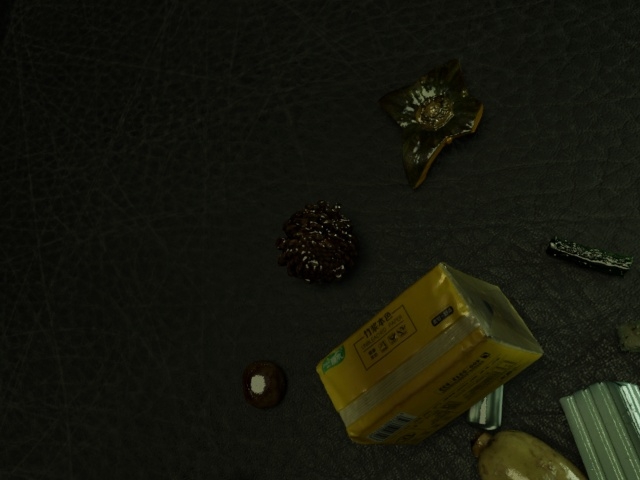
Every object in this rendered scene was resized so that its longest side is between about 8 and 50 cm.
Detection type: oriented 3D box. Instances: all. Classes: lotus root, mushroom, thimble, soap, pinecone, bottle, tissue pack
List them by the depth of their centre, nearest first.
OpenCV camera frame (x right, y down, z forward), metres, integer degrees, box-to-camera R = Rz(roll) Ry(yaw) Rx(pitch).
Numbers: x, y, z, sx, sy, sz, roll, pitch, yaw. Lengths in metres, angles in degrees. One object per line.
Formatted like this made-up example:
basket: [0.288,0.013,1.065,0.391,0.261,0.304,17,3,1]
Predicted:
soap: [0.618,0.428,1.303,0.150,0.094,0.262,-40,49,39]
lotus root: [0.451,0.506,1.356,0.284,0.160,0.146,30,129,29]
tissue pack: [0.234,0.256,1.374,0.382,0.293,0.228,-43,51,24]
thimble: [0.704,0.207,1.380,0.110,0.084,0.062,-16,65,33]
bottle: [0.394,0.309,1.477,0.096,0.079,0.254,8,76,-4]
pinecone: [0.000,0.000,1.660,0.221,0.221,0.222,-6,72,20]
mushroom: [-0.149,0.378,1.673,0.127,0.087,0.127,1,74,-3]

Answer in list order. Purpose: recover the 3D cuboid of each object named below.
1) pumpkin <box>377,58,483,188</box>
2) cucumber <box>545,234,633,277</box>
pumpkin: [0.300,-0.323,1.690,0.258,0.095,0.290,-27,63,16]
cucumber: [0.622,0.037,1.479,0.187,0.058,0.058,18,82,25]
